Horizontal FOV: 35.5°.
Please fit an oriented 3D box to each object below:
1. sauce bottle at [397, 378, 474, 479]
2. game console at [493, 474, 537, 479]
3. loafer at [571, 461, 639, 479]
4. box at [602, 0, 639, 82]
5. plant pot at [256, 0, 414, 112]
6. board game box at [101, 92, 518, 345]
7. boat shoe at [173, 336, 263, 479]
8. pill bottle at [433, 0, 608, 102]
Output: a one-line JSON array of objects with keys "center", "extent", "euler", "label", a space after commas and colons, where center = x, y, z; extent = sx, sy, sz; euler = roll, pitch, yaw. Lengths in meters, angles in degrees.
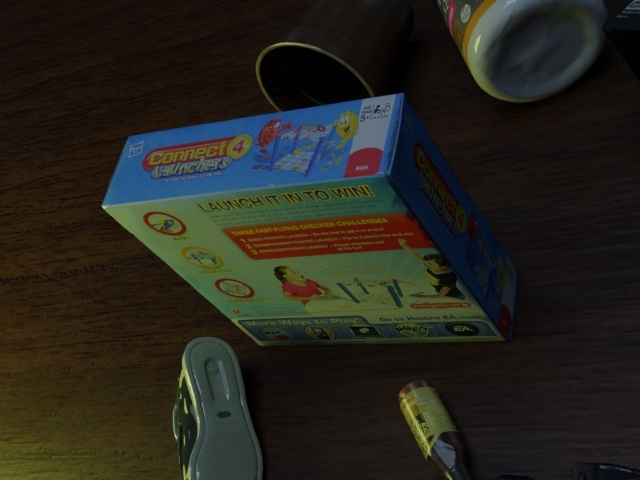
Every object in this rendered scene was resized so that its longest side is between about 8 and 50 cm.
[{"center": [0.115, 0.192, 0.957], "extent": [0.042, 0.042, 0.128], "euler": [-34, 45, 7], "label": "sauce bottle"}, {"center": [0.143, 0.362, 0.802], "extent": [0.213, 0.044, 0.361], "euler": [13, 60, 26], "label": "game console"}, {"center": [0.191, 0.293, 0.750], "extent": [0.095, 0.109, 0.302], "euler": [17, 46, 24], "label": "loafer"}, {"center": [0.471, -0.215, 0.869], "extent": [0.294, 0.183, 0.296], "euler": [-45, 23, -2], "label": "box"}, {"center": [0.029, -0.240, 1.252], "extent": [0.167, 0.167, 0.165], "euler": [6, 54, 35], "label": "plant pot"}, {"center": [0.000, 0.000, 0.989], "extent": [0.308, 0.302, 0.086], "euler": [-4, 56, 30], "label": "board game box"}, {"center": [-0.116, 0.223, 1.074], "extent": [0.079, 0.084, 0.233], "euler": [-53, 39, 46], "label": "boat shoe"}, {"center": [0.213, -0.305, 1.172], "extent": [0.162, 0.162, 0.278], "euler": [-28, 47, 13], "label": "pill bottle"}]
